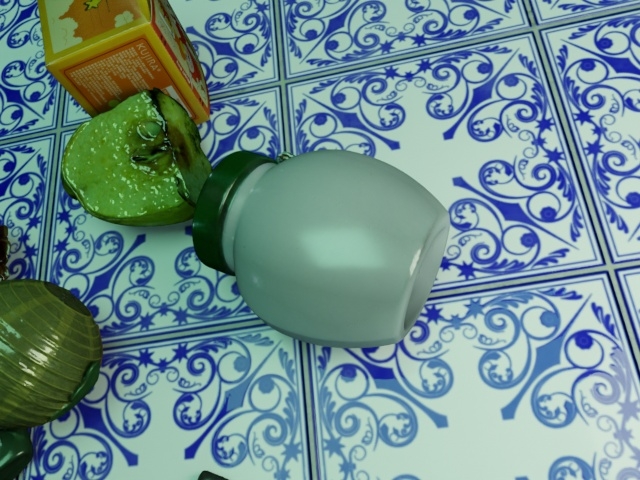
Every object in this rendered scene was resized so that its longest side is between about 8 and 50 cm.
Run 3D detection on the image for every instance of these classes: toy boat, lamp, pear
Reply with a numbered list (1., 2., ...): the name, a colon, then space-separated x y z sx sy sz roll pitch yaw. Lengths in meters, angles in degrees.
1. toy boat: -0.047 -0.142 1.172 0.083 0.038 0.038 28 75 24
2. lamp: -0.489 0.201 1.003 0.250 0.250 0.284 34 81 24
3. pear: -0.342 -0.114 1.165 0.256 0.164 0.238 -24 82 11

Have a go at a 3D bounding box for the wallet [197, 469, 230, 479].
1. wallet: -0.171 0.477 0.924 0.124 0.025 0.244 16 70 19

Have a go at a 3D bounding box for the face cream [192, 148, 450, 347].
1. face cream: 0.000 0.000 0.994 0.357 0.219 0.312 20 72 21

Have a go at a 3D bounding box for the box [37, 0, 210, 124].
1. box: -0.372 -0.373 1.214 0.214 0.283 0.259 -19 63 3

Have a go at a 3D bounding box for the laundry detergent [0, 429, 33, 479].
1. laundry detergent: -0.582 0.322 1.073 0.137 0.063 0.211 -43 62 -10

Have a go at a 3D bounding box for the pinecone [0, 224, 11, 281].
1. pinecone: -0.681 0.034 1.154 0.208 0.207 0.207 -5 65 11
